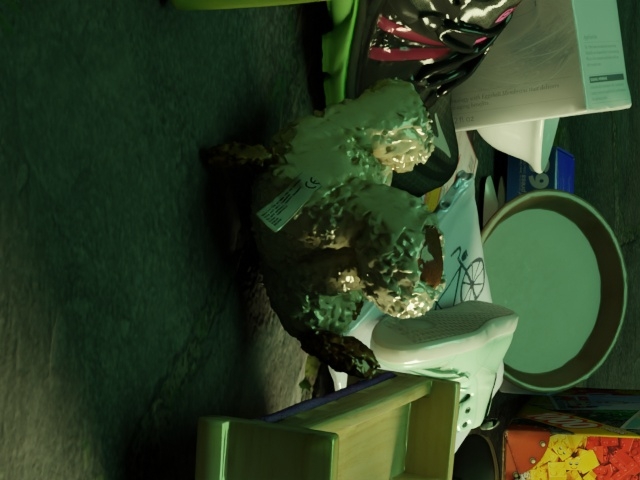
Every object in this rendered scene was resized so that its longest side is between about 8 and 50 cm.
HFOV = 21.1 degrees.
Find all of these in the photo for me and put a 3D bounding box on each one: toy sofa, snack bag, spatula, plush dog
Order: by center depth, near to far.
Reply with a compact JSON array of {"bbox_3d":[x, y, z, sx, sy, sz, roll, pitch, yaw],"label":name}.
[{"bbox_3d":[-0.012,0.204,1.514,0.362,0.177,0.150,-8,104,-68],"label":"toy sofa"},{"bbox_3d":[0.000,0.000,1.581,0.225,0.210,0.262,95,-6,-45],"label":"plush dog"},{"bbox_3d":[0.103,0.141,1.908,0.323,0.037,0.343,-49,141,-36],"label":"snack bag"},{"bbox_3d":[0.254,0.025,2.429,0.168,0.019,0.242,-25,116,-73],"label":"spatula"}]

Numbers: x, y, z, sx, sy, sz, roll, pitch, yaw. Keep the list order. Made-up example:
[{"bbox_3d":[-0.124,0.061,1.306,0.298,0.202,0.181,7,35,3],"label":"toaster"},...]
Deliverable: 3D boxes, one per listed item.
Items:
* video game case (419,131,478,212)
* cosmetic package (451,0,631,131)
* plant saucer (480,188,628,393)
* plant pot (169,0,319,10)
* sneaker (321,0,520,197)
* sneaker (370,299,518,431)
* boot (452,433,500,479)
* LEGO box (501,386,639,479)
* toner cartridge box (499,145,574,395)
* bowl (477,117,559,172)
[{"bbox_3d":[0.134,-0.097,2.091,0.285,0.025,0.204,62,36,-53],"label":"video game case"},{"bbox_3d":[0.213,-0.244,1.948,0.138,0.224,0.225,-11,94,-57],"label":"cosmetic package"},{"bbox_3d":[0.303,0.068,2.337,0.277,0.041,0.278,0,91,-32],"label":"plant saucer"},{"bbox_3d":[-0.027,-0.341,1.396,0.207,0.227,0.228,-75,155,-45],"label":"plant pot"},{"bbox_3d":[0.112,-0.224,1.745,0.483,0.202,0.185,85,19,-44],"label":"sneaker"},{"bbox_3d":[0.127,0.152,1.825,0.256,0.094,0.151,-5,110,-57],"label":"sneaker"},{"bbox_3d":[0.166,0.307,2.147,0.137,0.076,0.198,58,38,-47],"label":"boot"},{"bbox_3d":[0.458,0.329,2.382,0.500,0.372,0.193,-9,100,-79],"label":"LEGO box"},{"bbox_3d":[0.312,0.043,2.460,0.165,0.075,0.348,8,83,-72],"label":"toner cartridge box"},{"bbox_3d":[0.245,-0.242,2.180,0.298,0.134,0.298,12,90,-78],"label":"bowl"}]
